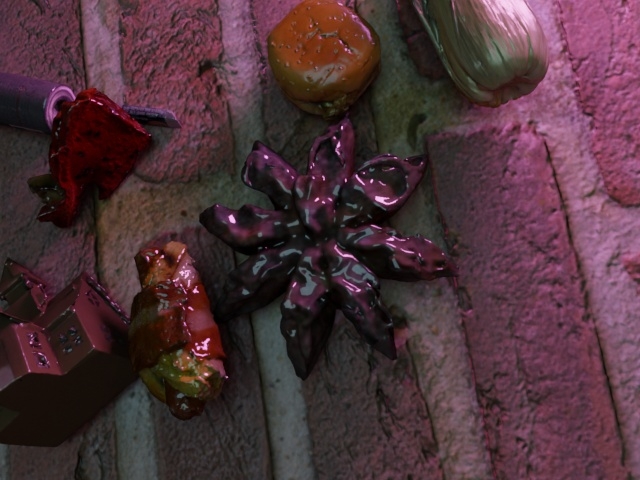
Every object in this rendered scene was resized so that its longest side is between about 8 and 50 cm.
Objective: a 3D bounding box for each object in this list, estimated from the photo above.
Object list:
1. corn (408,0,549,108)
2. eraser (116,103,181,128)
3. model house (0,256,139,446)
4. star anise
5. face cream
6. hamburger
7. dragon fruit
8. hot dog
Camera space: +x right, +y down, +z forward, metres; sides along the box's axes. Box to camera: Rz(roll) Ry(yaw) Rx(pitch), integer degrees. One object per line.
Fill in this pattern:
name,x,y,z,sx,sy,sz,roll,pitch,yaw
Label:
corn,0.173,-0.307,0.783,0.123,0.122,0.306,-29,74,17
eraser,-0.238,-0.171,0.876,0.099,0.027,0.019,9,73,10
model house,-0.367,0.101,0.793,0.181,0.176,0.248,-42,59,0
star anise,-0.002,0.000,0.758,0.331,0.117,0.332,-3,74,11
face cream,-0.486,-0.208,0.901,0.283,0.073,0.073,13,82,11
hamburger,0.003,-0.235,0.821,0.147,0.083,0.138,42,88,18
dragon fruit,-0.324,-0.107,0.861,0.092,0.122,0.192,38,107,39
hot dog,-0.177,0.105,0.748,0.102,0.146,0.213,-13,63,-23
